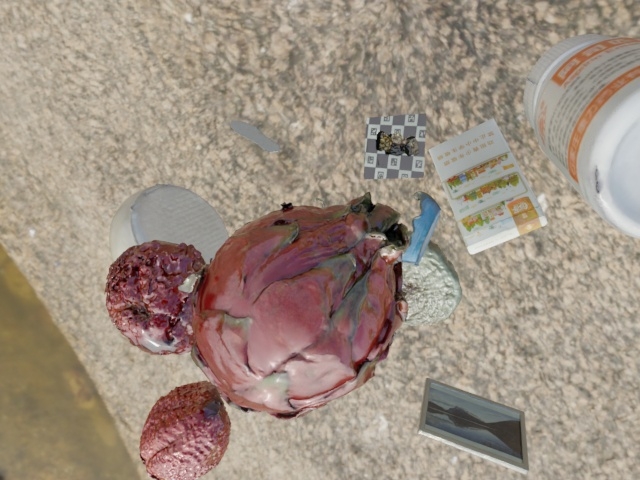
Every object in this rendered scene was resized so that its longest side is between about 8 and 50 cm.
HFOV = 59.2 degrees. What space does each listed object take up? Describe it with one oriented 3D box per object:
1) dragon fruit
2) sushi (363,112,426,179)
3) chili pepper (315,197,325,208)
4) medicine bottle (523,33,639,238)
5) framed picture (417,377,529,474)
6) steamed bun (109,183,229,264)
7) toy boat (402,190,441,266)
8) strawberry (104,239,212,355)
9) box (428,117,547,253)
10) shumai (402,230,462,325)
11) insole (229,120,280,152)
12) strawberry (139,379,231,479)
[{"bbox_3d":[-0.021,0.069,0.663,0.244,0.244,0.299,38,97,-9],"label":"dragon fruit"},{"bbox_3d":[0.236,-0.281,1.716,0.215,0.050,0.192,5,96,39],"label":"sushi"},{"bbox_3d":[0.000,0.000,1.304,0.059,0.051,0.268,-4,140,-7],"label":"chili pepper"},{"bbox_3d":[0.281,-0.112,0.529,0.144,0.252,0.145,2,114,5],"label":"medicine bottle"},{"bbox_3d":[0.287,0.342,1.059,0.203,0.150,0.015,19,119,7],"label":"framed picture"},{"bbox_3d":[-0.461,0.025,1.700,0.374,0.374,0.241,46,128,-13],"label":"steamed bun"},{"bbox_3d":[0.232,-0.027,1.377,0.077,0.075,0.186,24,95,21],"label":"toy boat"},{"bbox_3d":[-0.336,0.131,1.191,0.273,0.220,0.274,8,119,15],"label":"strawberry"},{"bbox_3d":[0.260,-0.092,0.898,0.122,0.221,0.032,-24,139,16],"label":"box"},{"bbox_3d":[0.313,0.090,1.802,0.303,0.263,0.310,11,115,17],"label":"shumai"},{"bbox_3d":[-0.195,-0.311,1.678,0.197,0.065,0.004,35,138,24],"label":"insole"},{"bbox_3d":[-0.360,0.520,1.545,0.288,0.238,0.250,-40,76,37],"label":"strawberry"}]
